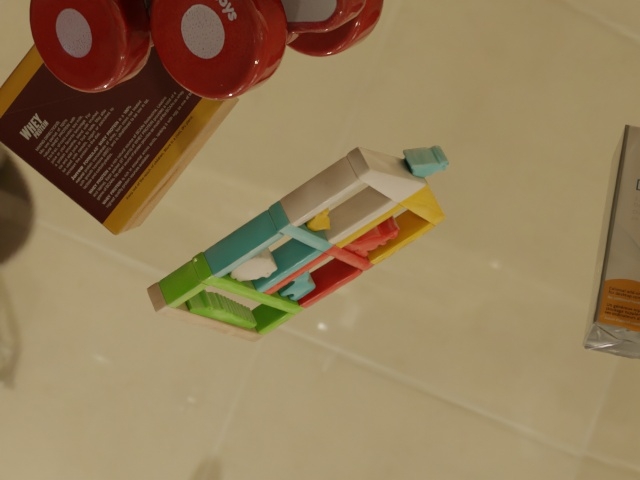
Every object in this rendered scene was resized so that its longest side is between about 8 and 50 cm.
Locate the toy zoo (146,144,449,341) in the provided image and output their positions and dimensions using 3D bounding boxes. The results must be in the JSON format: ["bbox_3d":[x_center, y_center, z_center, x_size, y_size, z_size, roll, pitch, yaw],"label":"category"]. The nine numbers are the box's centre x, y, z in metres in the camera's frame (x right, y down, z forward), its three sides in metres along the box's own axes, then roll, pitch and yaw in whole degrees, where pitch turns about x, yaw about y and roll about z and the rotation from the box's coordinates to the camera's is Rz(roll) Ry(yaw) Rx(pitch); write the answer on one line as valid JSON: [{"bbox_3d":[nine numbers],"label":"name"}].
[{"bbox_3d":[0.000,0.000,1.216,0.192,0.293,0.030,27,-146,-61],"label":"toy zoo"}]

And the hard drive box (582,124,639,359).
[{"bbox_3d":[0.387,0.012,1.331,0.181,0.232,0.089,10,158,8],"label":"hard drive box"}]

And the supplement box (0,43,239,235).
[{"bbox_3d":[-0.227,-0.143,1.374,0.194,0.191,0.129,39,-174,-1],"label":"supplement box"}]

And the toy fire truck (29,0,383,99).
[{"bbox_3d":[-0.098,-0.249,0.929,0.302,0.253,0.169,7,-156,34],"label":"toy fire truck"}]
